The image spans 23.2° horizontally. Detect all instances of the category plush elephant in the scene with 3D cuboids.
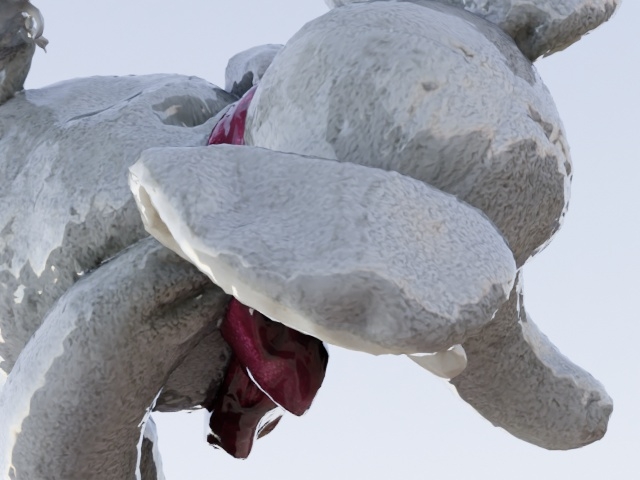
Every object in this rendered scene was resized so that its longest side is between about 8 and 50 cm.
[{"bbox_3d":[0.000,0.000,0.598,0.255,0.272,0.330,3,-48,36],"label":"plush elephant"}]
